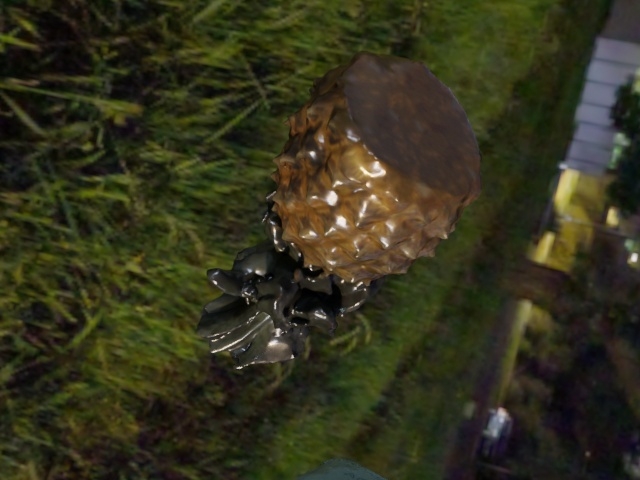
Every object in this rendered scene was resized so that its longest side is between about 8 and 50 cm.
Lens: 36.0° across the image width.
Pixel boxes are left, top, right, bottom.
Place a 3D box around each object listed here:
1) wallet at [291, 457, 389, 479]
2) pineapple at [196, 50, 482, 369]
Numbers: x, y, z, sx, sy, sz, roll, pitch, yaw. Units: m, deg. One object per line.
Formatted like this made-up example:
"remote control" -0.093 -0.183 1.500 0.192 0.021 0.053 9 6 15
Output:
"wallet" 0.020 0.269 0.867 0.250 0.176 0.075 1 110 -66
"pineapple" 0.000 0.000 0.584 0.119 0.111 0.237 -11 155 -36
